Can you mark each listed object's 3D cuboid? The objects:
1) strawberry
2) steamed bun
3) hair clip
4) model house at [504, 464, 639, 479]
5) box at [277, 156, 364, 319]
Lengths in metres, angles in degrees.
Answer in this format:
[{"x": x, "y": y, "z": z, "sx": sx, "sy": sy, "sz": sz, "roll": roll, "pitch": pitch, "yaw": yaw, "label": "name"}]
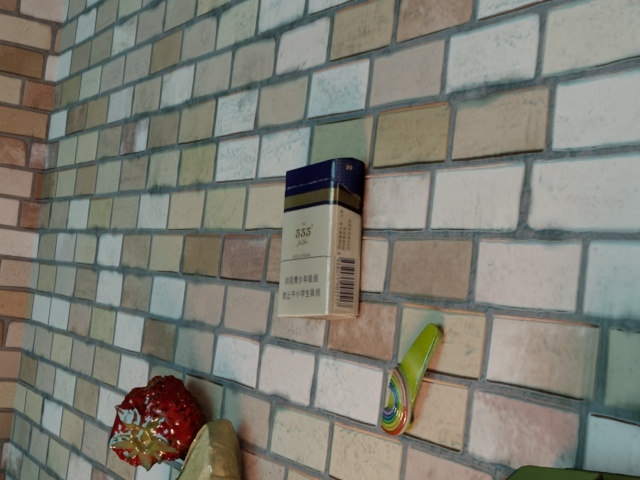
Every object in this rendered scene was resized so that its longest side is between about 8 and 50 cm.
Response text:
[{"x": -0.325, "y": 0.361, "z": 1.979, "sx": 0.201, "sy": 0.184, "sz": 0.187, "roll": -76, "pitch": 8, "yaw": -58, "label": "strawberry"}, {"x": -0.198, "y": 0.477, "z": 1.780, "sx": 0.231, "sy": 0.110, "sz": 0.212, "roll": -60, "pitch": 27, "yaw": 26, "label": "steamed bun"}, {"x": 0.128, "y": 0.203, "z": 1.384, "sx": 0.060, "sy": 0.033, "sz": 0.188, "roll": 45, "pitch": 121, "yaw": 52, "label": "hair clip"}, {"x": 0.213, "y": 0.333, "z": 0.980, "sx": 0.218, "sy": 0.279, "sz": 0.205, "roll": -13, "pitch": 70, "yaw": 56, "label": "model house"}, {"x": 0.000, "y": 0.000, "z": 1.606, "sx": 0.168, "sy": 0.071, "sz": 0.259, "roll": -7, "pitch": 76, "yaw": 58, "label": "box"}]
